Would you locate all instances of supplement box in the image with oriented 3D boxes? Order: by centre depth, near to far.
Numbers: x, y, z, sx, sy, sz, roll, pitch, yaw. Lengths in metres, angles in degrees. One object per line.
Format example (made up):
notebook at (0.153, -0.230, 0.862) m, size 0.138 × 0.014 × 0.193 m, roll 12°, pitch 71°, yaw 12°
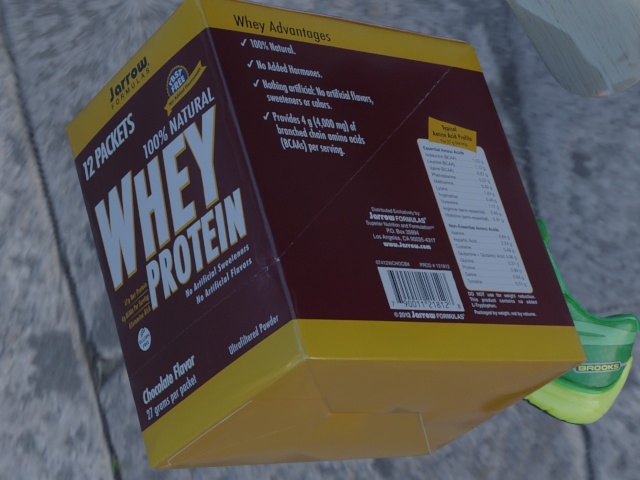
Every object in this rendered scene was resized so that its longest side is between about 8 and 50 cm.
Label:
supplement box at (0.000, 0.000, 0.829) m, size 0.191 × 0.129 × 0.194 m, roll 4°, pitch 59°, yaw -40°

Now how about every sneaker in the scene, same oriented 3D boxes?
sneaker at (0.114, 0.021, 1.250) m, size 0.295 × 0.109 × 0.123 m, roll 35°, pitch 87°, yaw 0°

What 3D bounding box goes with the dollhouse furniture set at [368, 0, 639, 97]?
dollhouse furniture set at (0.199, -0.103, 1.058) m, size 0.394 × 0.362 × 0.256 m, roll -31°, pitch 86°, yaw 18°
